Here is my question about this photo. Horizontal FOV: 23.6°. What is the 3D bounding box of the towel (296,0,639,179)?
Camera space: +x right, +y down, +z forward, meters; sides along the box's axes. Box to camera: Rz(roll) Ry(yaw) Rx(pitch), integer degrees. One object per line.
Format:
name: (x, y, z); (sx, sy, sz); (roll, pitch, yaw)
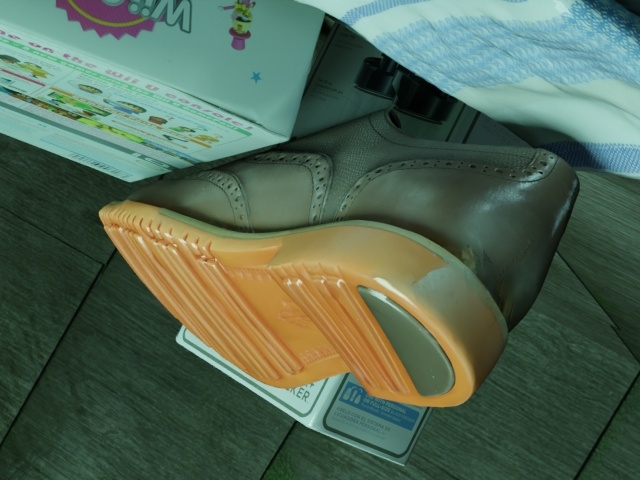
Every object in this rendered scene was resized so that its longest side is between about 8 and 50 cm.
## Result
towel: (0.053, -0.100, 0.664); (0.285, 0.034, 0.209); (30, 175, -20)

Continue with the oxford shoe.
oxford shoe: (0.000, 0.000, 0.857); (0.363, 0.133, 0.130); (10, 142, 53)

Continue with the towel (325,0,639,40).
towel: (-0.018, -0.203, 0.723); (0.320, 0.090, 0.374); (29, 177, -14)

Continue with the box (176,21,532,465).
box: (0.042, -0.026, 0.966); (0.087, 0.290, 0.169); (27, 178, -38)

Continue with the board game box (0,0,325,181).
board game box: (-0.155, -0.122, 0.860); (0.224, 0.098, 0.303); (20, 172, -21)

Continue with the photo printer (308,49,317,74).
photo printer: (-0.153, -0.220, 1.338); (0.307, 0.107, 0.256); (29, 176, 28)
